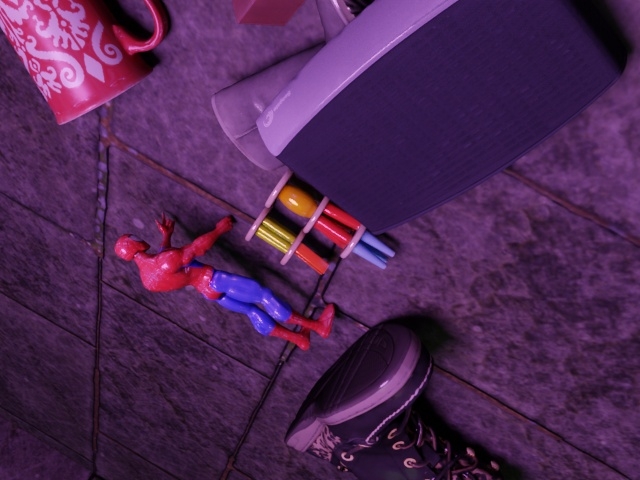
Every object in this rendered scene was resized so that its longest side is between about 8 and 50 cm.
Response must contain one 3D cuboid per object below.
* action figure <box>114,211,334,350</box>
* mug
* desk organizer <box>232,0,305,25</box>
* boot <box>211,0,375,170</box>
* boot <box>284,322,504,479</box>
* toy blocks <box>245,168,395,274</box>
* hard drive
[{"bbox_3d":[-0.118,0.030,0.825,0.280,0.139,0.091,23,141,-24],"label":"action figure"},{"bbox_3d":[-0.248,-0.228,0.651,0.169,0.150,0.113,60,169,-23],"label":"mug"},{"bbox_3d":[-0.049,-0.234,0.493,0.050,0.047,0.130,-26,76,56],"label":"desk organizer"},{"bbox_3d":[-0.021,-0.160,0.586,0.208,0.076,0.190,-6,126,43],"label":"boot"},{"bbox_3d":[0.125,0.269,0.855,0.284,0.138,0.377,35,143,0],"label":"boot"},{"bbox_3d":[0.000,0.000,0.734,0.148,0.054,0.123,34,139,-2],"label":"toy blocks"},{"bbox_3d":[0.087,-0.107,0.502,0.254,0.054,0.172,-34,124,31],"label":"hard drive"}]
